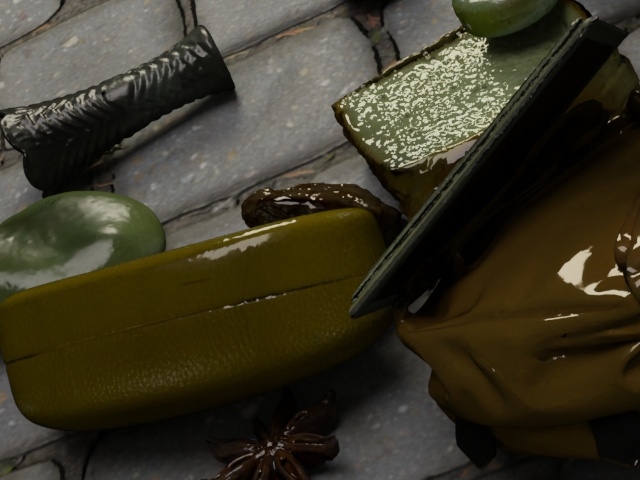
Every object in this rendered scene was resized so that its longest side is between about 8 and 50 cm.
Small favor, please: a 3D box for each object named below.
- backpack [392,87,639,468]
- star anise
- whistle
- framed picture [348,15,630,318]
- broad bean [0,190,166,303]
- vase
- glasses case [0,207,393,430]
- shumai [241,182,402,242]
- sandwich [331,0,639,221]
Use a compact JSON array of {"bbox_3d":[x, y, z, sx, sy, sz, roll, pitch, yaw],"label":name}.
[{"bbox_3d":[0.255,0.019,1.413,0.353,0.201,0.378,1,40,52],"label":"backpack"},{"bbox_3d":[-0.036,0.182,1.546,0.141,0.042,0.141,-22,30,14],"label":"star anise"},{"bbox_3d":[0.212,-0.258,1.713,0.198,0.057,0.104,-33,29,-4],"label":"whistle"},{"bbox_3d":[0.137,-0.061,1.467,0.018,0.231,0.293,41,102,10],"label":"framed picture"},{"bbox_3d":[-0.263,0.027,1.799,0.228,0.100,0.169,-33,47,-6],"label":"broad bean"},{"bbox_3d":[-0.211,-0.142,1.936,0.237,0.115,0.115,-27,41,-1],"label":"vase"},{"bbox_3d":[-0.116,0.079,1.597,0.371,0.173,0.141,-15,86,23],"label":"glasses case"},{"bbox_3d":[-0.007,-0.010,1.696,0.105,0.139,0.123,-64,11,7],"label":"shumai"},{"bbox_3d":[0.157,-0.124,1.704,0.251,0.087,0.226,-32,29,-1],"label":"sandwich"}]
